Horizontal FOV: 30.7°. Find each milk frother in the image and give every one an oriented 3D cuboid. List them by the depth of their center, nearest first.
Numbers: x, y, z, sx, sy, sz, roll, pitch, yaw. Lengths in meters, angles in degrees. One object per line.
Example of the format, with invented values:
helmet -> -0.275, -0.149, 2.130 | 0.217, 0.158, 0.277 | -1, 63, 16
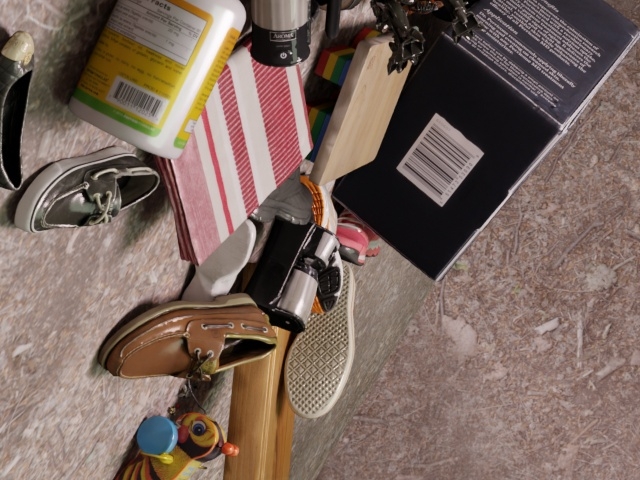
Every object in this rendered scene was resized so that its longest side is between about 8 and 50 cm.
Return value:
milk frother -> -0.047, -0.332, 1.590 | 0.129, 0.143, 0.134 | -16, 133, -20

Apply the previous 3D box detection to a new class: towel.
towel -> -0.119, -0.148, 1.648 | 0.329, 0.037, 0.237 | -48, 139, -43

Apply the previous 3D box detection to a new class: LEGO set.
LEGO set -> -0.242, 0.283, 2.110 | 0.083, 0.023, 0.054 | -61, 164, -5

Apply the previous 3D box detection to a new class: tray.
tray -> -0.096, 0.254, 2.145 | 0.203, 0.076, 0.410 | 23, 72, -74

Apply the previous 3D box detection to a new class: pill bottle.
pill bottle -> -0.166, -0.225, 1.287 | 0.245, 0.136, 0.136 | -63, 164, 5

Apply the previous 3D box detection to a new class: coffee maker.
coffee maker -> -0.072, 0.045, 1.993 | 0.120, 0.171, 0.178 | -25, -140, 64

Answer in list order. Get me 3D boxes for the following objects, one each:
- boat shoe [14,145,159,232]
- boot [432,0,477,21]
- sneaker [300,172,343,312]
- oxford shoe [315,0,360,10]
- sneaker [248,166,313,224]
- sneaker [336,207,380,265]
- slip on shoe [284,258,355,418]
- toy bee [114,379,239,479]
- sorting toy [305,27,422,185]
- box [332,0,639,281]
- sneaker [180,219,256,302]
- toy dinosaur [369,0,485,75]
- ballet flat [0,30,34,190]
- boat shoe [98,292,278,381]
boat shoe -> -0.268, -0.056, 1.373 | 0.219, 0.070, 0.077 | -37, 151, -56
boot -> 0.257, -0.506, 2.223 | 0.246, 0.094, 0.207 | -53, 159, -49
sneaker -> 0.000, 0.000, 2.134 | 0.121, 0.099, 0.262 | -44, 130, -68
oxford shoe -> 0.045, -0.437, 1.706 | 0.096, 0.083, 0.227 | -26, 140, -53
sneaker -> -0.069, -0.097, 1.883 | 0.286, 0.109, 0.130 | -5, 115, -74
sneaker -> 0.064, -0.034, 2.437 | 0.314, 0.116, 0.136 | -26, 131, -75
slip on shoe -> 0.008, 0.189, 2.171 | 0.101, 0.123, 0.331 | 81, 14, -52
toy bee -> -0.233, 0.354, 2.000 | 0.195, 0.162, 0.298 | -6, 121, -62
sorting toy -> 0.054, -0.249, 2.029 | 0.255, 0.089, 0.257 | -31, 145, -62
box -> 0.335, -0.252, 2.349 | 0.472, 0.297, 0.480 | -43, 171, -46
sneaker -> -0.160, 0.038, 1.886 | 0.212, 0.080, 0.094 | -59, 172, 27
toy dinosaur -> 0.127, -0.392, 1.815 | 0.164, 0.218, 0.322 | -28, 173, 15
ballet flat -> -0.306, -0.130, 1.170 | 0.057, 0.049, 0.173 | -41, 154, -54
boat shoe -> -0.190, 0.158, 1.786 | 0.307, 0.104, 0.110 | -16, 143, -43
